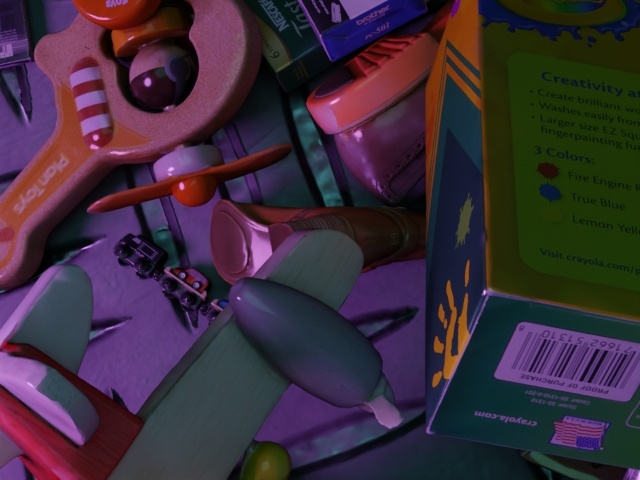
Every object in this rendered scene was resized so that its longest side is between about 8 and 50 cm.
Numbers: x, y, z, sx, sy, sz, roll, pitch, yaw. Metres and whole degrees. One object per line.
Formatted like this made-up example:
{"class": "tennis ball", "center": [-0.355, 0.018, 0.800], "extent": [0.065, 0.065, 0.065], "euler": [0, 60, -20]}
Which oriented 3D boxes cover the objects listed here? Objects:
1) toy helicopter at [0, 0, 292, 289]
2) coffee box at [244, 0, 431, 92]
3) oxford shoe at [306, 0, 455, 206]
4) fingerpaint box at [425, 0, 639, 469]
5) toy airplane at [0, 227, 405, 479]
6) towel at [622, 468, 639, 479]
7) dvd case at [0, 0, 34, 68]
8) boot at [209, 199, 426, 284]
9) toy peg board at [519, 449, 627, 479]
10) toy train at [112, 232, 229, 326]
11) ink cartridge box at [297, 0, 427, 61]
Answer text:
{"class": "toy helicopter", "center": [-0.188, -0.082, 1.394], "extent": [0.355, 0.140, 0.235], "euler": [-47, 75, 9]}
{"class": "coffee box", "center": [0.014, -0.227, 1.422], "extent": [0.184, 0.040, 0.113], "euler": [-32, 61, -1]}
{"class": "oxford shoe", "center": [0.168, -0.168, 1.384], "extent": [0.364, 0.130, 0.132], "euler": [-33, 105, -5]}
{"class": "fingerpaint box", "center": [0.306, -0.006, 1.158], "extent": [0.445, 0.163, 0.371], "euler": [10, 46, -8]}
{"class": "toy airplane", "center": [-0.105, 0.197, 1.150], "extent": [0.272, 0.384, 0.386], "euler": [19, 109, 39]}
{"class": "towel", "center": [0.325, 0.274, 1.212], "extent": [0.235, 0.121, 0.283], "euler": [21, 106, 5]}
{"class": "dvd case", "center": [-0.368, -0.259, 1.497], "extent": [0.165, 0.018, 0.221], "euler": [-11, 78, 5]}
{"class": "boot", "center": [0.000, 0.000, 1.364], "extent": [0.152, 0.197, 0.073], "euler": [-5, 100, -30]}
{"class": "toy peg board", "center": [0.271, 0.136, 1.309], "extent": [0.161, 0.079, 0.160], "euler": [22, 82, 10]}
{"class": "toy train", "center": [-0.117, 0.043, 1.401], "extent": [0.158, 0.027, 0.036], "euler": [34, 72, 13]}
{"class": "ink cartridge box", "center": [0.006, -0.265, 1.392], "extent": [0.097, 0.046, 0.207], "euler": [-28, 59, 0]}
